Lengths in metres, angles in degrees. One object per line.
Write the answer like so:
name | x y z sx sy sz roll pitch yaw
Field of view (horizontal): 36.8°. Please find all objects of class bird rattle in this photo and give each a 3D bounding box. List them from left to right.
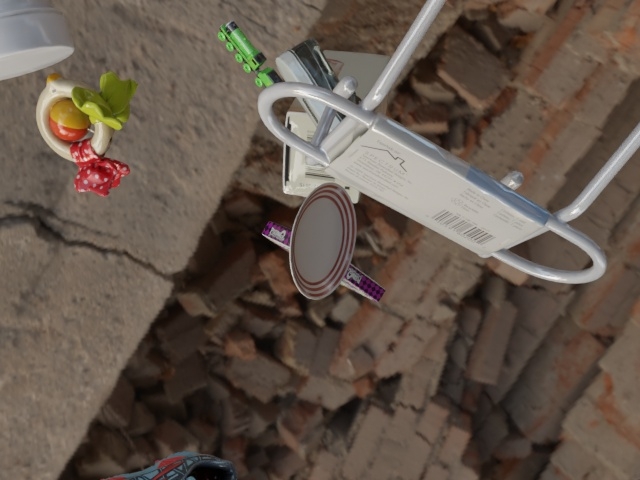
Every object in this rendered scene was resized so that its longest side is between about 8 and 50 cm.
bird rattle | -0.453 -0.217 1.861 0.207 0.143 0.253 29 131 10

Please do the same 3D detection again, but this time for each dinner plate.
dinner plate | 0.000 0.000 1.150 0.141 0.017 0.141 -20 114 -55

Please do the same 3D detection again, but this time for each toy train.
toy train | -0.063 -0.167 0.884 0.017 0.023 0.083 -41 94 -32

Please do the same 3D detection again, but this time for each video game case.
video game case | 0.008 0.048 2.167 0.232 0.210 0.042 36 82 -45

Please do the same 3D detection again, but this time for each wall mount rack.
wall mount rack | 0.136 -0.102 0.825 0.350 0.304 0.130 27 67 -12

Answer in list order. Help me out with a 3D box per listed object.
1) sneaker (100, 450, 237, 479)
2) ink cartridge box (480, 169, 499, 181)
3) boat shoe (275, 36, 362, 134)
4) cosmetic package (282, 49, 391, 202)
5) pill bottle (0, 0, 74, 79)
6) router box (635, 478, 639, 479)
sneaker | -0.223 0.361 1.348 0.262 0.125 0.104 -24 97 -48
ink cartridge box | 0.276 -0.055 1.662 0.104 0.180 0.060 -20 117 -10
boat shoe | 0.027 -0.174 1.300 0.070 0.078 0.219 -33 91 -9
cosmetic package | 0.032 -0.199 1.614 0.129 0.296 0.153 8 120 9
pill bottle | -0.458 -0.416 1.220 0.229 0.229 0.408 -18 96 -11
router box | 0.405 0.426 1.357 0.243 0.081 0.309 -32 162 -6
